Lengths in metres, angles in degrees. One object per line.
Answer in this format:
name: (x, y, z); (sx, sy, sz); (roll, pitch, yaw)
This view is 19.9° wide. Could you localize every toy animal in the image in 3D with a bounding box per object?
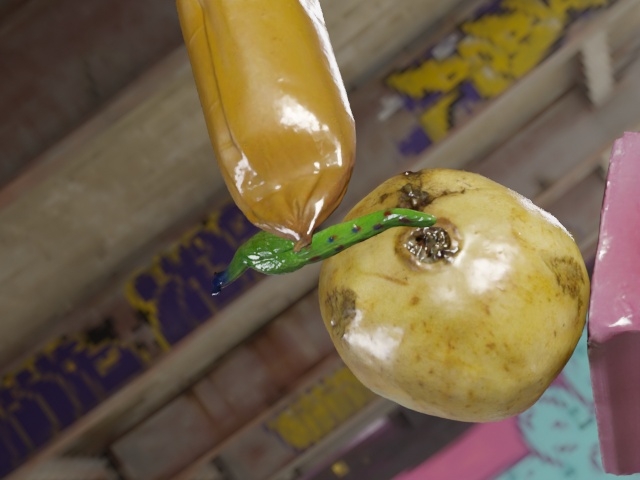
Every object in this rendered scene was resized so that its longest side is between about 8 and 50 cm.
toy animal: (-0.002, -0.014, 1.573); (0.217, 0.075, 0.041); (-18, -35, 20)

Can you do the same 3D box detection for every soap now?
soap: (0.356, 0.083, 1.885); (0.359, 0.128, 0.233); (70, -151, -58)

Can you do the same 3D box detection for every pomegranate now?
pomegranate: (0.127, 0.055, 1.744); (0.260, 0.260, 0.260); (-35, -13, -9)

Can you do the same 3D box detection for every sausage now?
sausage: (-0.038, -0.115, 1.399); (0.112, 0.328, 0.112); (-11, -33, -7)
